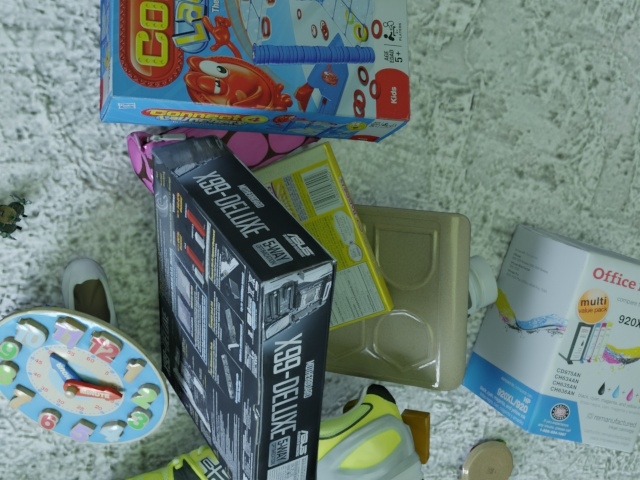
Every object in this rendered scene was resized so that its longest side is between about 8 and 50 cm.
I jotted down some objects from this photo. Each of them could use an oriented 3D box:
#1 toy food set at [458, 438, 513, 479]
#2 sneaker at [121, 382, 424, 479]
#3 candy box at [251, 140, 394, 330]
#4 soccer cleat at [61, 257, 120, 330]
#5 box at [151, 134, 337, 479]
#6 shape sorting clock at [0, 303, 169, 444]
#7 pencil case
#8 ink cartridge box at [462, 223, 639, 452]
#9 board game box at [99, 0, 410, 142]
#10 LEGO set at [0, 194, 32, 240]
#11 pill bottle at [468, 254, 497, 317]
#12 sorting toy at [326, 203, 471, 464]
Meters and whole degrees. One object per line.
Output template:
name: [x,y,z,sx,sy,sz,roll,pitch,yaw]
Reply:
toy food set: [0.231,0.315,1.267,0.082,0.020,0.083,-2,103,-20]
sneaker: [-0.077,0.265,1.075,0.385,0.145,0.147,-10,75,1]
candy box: [0.000,0.000,1.052,0.105,0.027,0.206,-19,96,24]
soccer cleat: [-0.249,0.117,1.015,0.068,0.076,0.196,-14,107,-17]
box: [-0.087,0.085,0.922,0.076,0.242,0.307,-16,130,-26]
shape sorting clock: [-0.263,0.152,0.984,0.206,0.040,0.206,5,125,7]
pencil case: [-0.102,-0.114,0.998,0.209,0.095,0.098,-25,144,-16]
ink cartridge box: [0.324,0.120,1.173,0.171,0.168,0.232,15,97,-22]
board game box: [-0.066,-0.267,0.931,0.302,0.086,0.308,1,82,-21]
LEGO set: [-0.344,-0.021,0.978,0.083,0.023,0.054,-12,77,0]
pill bottle: [0.147,0.071,1.147,0.137,0.078,0.078,-19,108,-15]
sorting toy: [0.061,0.108,1.095,0.229,0.041,0.307,5,105,19]
